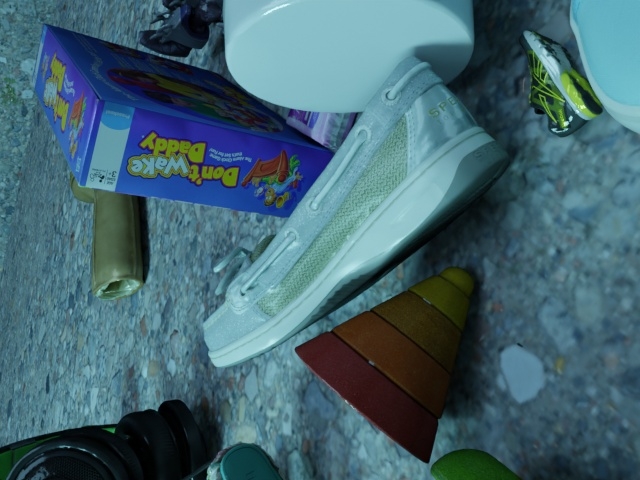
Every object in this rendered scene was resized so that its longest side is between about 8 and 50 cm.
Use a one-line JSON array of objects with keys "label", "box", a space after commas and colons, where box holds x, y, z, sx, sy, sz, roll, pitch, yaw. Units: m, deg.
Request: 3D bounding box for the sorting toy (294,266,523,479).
[{"label": "sorting toy", "box": [0.131, 0.111, 0.360, 0.126, 0.127, 0.365, -51, 38, -6]}]

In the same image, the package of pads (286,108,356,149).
[{"label": "package of pads", "box": [0.001, -0.125, 0.632, 0.083, 0.032, 0.050, 41, 114, 52]}]

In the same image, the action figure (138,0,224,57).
[{"label": "action figure", "box": [-0.118, -0.322, 0.794, 0.285, 0.099, 0.185, -17, 61, 50]}]

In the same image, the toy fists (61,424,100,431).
[{"label": "toy fists", "box": [-0.357, 0.421, 0.959, 0.096, 0.142, 0.279, -12, 73, 55]}]

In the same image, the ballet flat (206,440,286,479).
[{"label": "ballet flat", "box": [-0.030, 0.286, 0.544, 0.241, 0.091, 0.077, 59, 142, 34]}]

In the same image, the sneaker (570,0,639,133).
[{"label": "sneaker", "box": [0.159, -0.239, 0.312, 0.135, 0.150, 0.366, -1, 83, 57]}]

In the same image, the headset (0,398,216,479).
[{"label": "headset", "box": [-0.220, 0.292, 0.721, 0.394, 0.243, 0.185, -7, 88, 30]}]

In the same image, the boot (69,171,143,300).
[{"label": "boot", "box": [-0.389, -0.023, 1.146, 0.236, 0.089, 0.270, -32, 59, 50]}]

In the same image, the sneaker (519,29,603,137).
[{"label": "sneaker", "box": [0.145, -0.102, 0.412, 0.035, 0.031, 0.083, -50, 45, 39]}]

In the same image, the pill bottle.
[{"label": "pill bottle", "box": [0.017, -0.298, 0.483, 0.210, 0.210, 0.363, -20, 68, 53]}]

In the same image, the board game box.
[{"label": "board game box", "box": [-0.172, -0.140, 0.713, 0.347, 0.233, 0.078, 44, 119, 51]}]

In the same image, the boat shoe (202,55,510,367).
[{"label": "boat shoe", "box": [-0.001, 0.000, 0.509, 0.320, 0.118, 0.103, -43, 78, 39]}]
